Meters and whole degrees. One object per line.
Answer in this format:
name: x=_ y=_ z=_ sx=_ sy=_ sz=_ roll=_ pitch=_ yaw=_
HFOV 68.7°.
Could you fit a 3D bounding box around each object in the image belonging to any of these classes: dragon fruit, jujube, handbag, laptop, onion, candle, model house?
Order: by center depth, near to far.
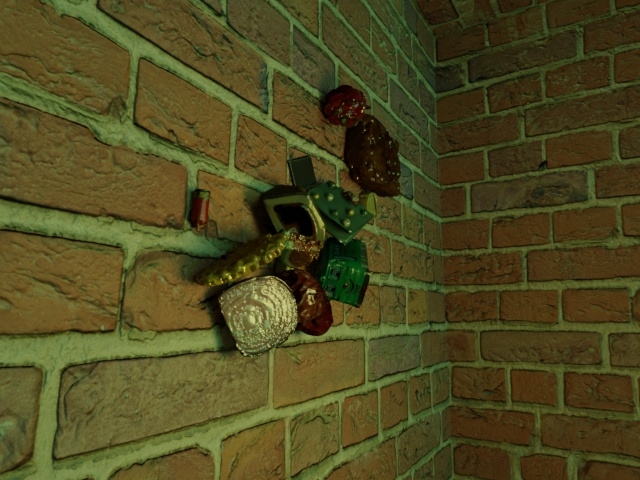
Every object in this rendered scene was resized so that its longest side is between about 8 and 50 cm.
candle: x=-0.365 y=-0.090 z=1.420 sx=0.052 sy=0.052 sz=0.130 roll=20 pitch=69 yaw=-57
onion: x=-0.207 y=0.233 z=1.532 sx=0.248 sy=0.111 sz=0.249 roll=-24 pitch=99 yaw=-29
jujube: x=-0.065 y=0.242 z=1.730 sx=0.342 sy=0.217 sz=0.216 roll=54 pitch=42 yaw=-53
model house: x=-0.105 y=-0.097 z=1.755 sx=0.267 sy=0.174 sz=0.239 roll=66 pitch=-8 yaw=-22
laptop: x=-0.074 y=-0.287 z=1.973 sx=0.180 sy=0.016 sz=0.129 roll=-29 pitch=110 yaw=-56
handbag: x=0.072 y=-0.137 z=1.975 sx=0.269 sy=0.100 sz=0.274 roll=39 pitch=37 yaw=10
dragon fruit: x=0.118 y=-0.630 z=2.187 sx=0.193 sy=0.192 sz=0.274 roll=54 pitch=30 yaw=-28

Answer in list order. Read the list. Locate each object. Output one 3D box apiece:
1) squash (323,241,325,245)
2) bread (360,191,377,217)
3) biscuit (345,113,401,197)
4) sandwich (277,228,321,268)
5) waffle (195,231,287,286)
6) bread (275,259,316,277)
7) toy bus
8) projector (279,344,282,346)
squash: x=0.000 y=0.001 z=2.040 sx=0.089 sy=0.027 sz=0.027 roll=38 pitch=53 yaw=-48
bread: x=0.252 y=-0.179 z=2.454 sx=0.118 sy=0.064 sz=0.156 roll=13 pitch=75 yaw=-53
biscuit: x=0.282 y=-0.426 z=2.443 sx=0.395 sy=0.167 sz=0.342 roll=27 pitch=63 yaw=-54
sandwich: x=-0.081 y=0.045 z=1.648 sx=0.235 sy=0.159 sz=0.079 roll=106 pitch=-11 yaw=-67
waffle: x=-0.241 y=0.058 z=1.468 sx=0.310 sy=0.283 sz=0.065 roll=-24 pitch=104 yaw=-12
bread: x=-0.093 y=0.109 z=1.822 sx=0.188 sy=0.068 sz=0.125 roll=45 pitch=48 yaw=-47
toy bus: x=0.088 y=0.112 z=1.900 sx=0.343 sy=0.200 sz=0.183 roll=-85 pitch=-170 yaw=-71
projector: x=-0.179 y=0.321 z=1.627 sx=0.083 sy=0.082 sz=0.083 roll=50 pitch=45 yaw=-44
